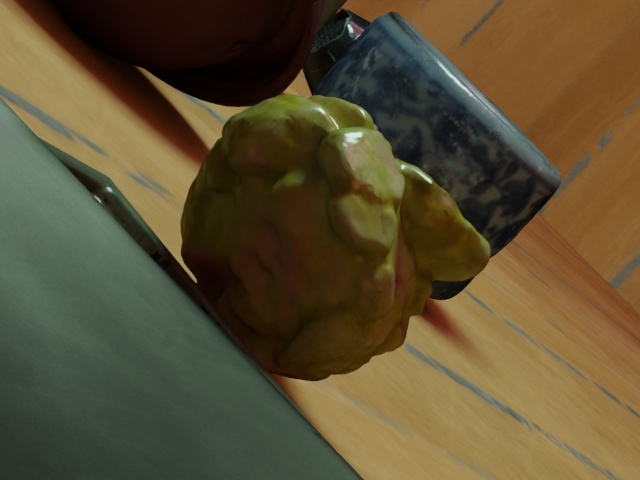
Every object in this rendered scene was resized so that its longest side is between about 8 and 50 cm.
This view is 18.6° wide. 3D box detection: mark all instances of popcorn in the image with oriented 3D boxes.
[{"bbox_3d":[-0.002,0.000,0.676,0.089,0.109,0.097,1,74,-42],"label":"popcorn"}]

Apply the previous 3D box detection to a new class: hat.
[{"bbox_3d":[-0.088,-0.149,0.968,0.205,0.089,0.205,30,-38,27],"label":"hat"}]

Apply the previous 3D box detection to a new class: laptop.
[{"bbox_3d":[-0.070,0.017,0.426,0.269,0.015,0.187,45,16,22],"label":"laptop"}]

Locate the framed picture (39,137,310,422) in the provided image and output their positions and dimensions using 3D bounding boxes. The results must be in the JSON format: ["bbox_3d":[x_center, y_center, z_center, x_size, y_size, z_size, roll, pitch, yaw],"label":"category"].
[{"bbox_3d":[-0.054,0.031,0.540,0.250,0.016,0.184,48,9,34],"label":"framed picture"}]

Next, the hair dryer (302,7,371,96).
[{"bbox_3d":[0.072,-0.036,1.461,0.235,0.091,0.272,51,16,-26],"label":"hair dryer"}]

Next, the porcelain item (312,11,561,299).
[{"bbox_3d":[0.054,-0.046,1.139,0.147,0.114,0.147,43,9,-9],"label":"porcelain item"}]

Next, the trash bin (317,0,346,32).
[{"bbox_3d":[-0.036,-0.259,1.292,0.217,0.262,0.277,47,8,31],"label":"trash bin"}]
